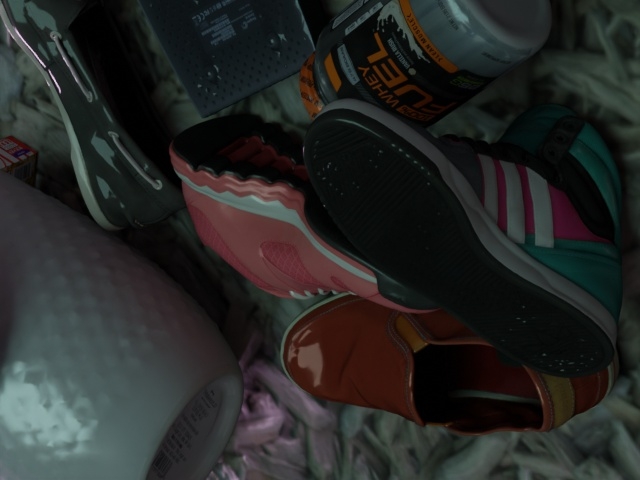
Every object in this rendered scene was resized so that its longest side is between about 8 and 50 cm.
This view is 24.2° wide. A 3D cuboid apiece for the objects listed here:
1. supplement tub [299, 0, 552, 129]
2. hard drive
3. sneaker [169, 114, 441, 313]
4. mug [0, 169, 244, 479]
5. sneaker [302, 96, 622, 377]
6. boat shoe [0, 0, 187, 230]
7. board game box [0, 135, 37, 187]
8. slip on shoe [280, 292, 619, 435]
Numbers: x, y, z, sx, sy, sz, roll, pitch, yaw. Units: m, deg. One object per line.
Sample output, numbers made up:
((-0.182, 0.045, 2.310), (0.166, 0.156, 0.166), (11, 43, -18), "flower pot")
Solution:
((0.075, -0.151, 1.154), (0.190, 0.117, 0.117), (-35, 88, 43), "supplement tub")
((-0.095, -0.249, 1.286), (0.172, 0.054, 0.254), (-21, 97, 42), "hard drive")
((0.000, 0.000, 1.311), (0.314, 0.116, 0.136), (29, 137, 34), "sneaker")
((-0.251, 0.148, 1.480), (0.328, 0.276, 0.374), (28, 149, 21), "mug")
((0.125, -0.048, 1.120), (0.295, 0.178, 0.124), (40, 137, -23), "sneaker")
((-0.209, -0.170, 1.390), (0.095, 0.112, 0.335), (-14, 108, 24), "boat shoe")
((-0.370, 0.003, 1.564), (0.045, 0.147, 0.193), (30, 126, 24), "board game box")
((0.089, 0.107, 1.280), (0.331, 0.101, 0.123), (2, 114, 39), "slip on shoe")
